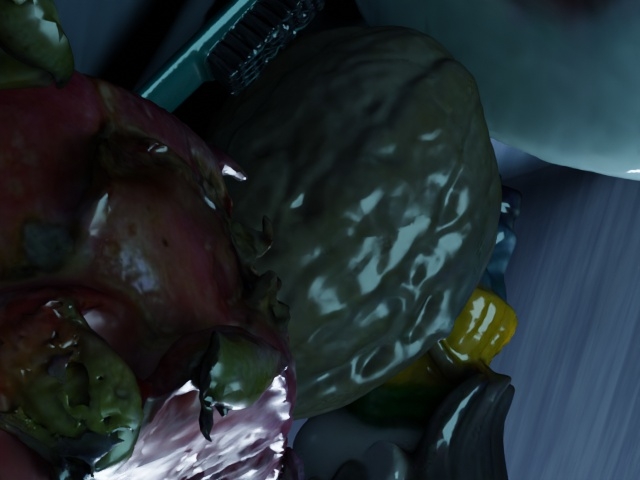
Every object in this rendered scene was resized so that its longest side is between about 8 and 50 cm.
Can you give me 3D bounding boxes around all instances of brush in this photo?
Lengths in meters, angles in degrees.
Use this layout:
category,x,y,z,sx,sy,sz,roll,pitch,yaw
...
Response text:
category,x,y,z,sx,sy,sz,roll,pitch,yaw
brush,-0.060,-0.070,0.870,0.193,0.032,0.043,-47,165,-10

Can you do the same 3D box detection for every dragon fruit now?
category,x,y,z,sx,sy,sz,roll,pitch,yaw
dragon fruit,-0.102,0.053,0.515,0.211,0.147,0.282,-11,156,-23

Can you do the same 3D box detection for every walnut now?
category,x,y,z,sx,sy,sz,roll,pitch,yaw
walnut,-0.002,-0.001,0.960,0.230,0.178,0.178,-53,155,-15

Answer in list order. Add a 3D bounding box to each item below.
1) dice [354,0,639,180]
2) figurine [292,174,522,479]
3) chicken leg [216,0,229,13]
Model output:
category,x,y,z,sx,sy,sz,roll,pitch,yaw
dice,0.183,-0.209,1.018,0.262,0.265,0.268,-41,146,-46
figurine,0.067,0.120,1.163,0.332,0.205,0.185,-65,155,-2
chicken leg,-0.029,-0.122,0.953,0.083,0.021,0.036,-48,142,-37
